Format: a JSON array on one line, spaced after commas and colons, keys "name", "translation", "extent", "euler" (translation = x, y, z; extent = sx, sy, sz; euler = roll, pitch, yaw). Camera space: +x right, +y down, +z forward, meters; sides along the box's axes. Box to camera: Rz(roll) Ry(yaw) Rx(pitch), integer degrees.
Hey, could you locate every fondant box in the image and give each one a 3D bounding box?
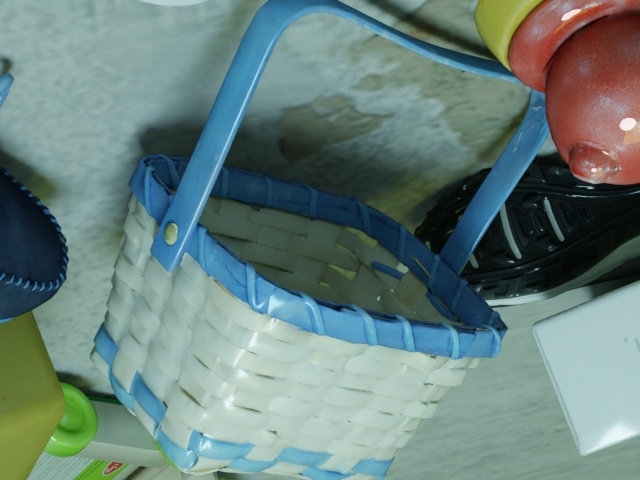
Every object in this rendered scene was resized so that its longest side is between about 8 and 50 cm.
[{"name": "fondant box", "translation": [0.296, 0.052, 1.318], "extent": [0.238, 0.096, 0.330], "euler": [-23, 175, 15]}]

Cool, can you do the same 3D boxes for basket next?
[{"name": "basket", "translation": [0.000, 0.000, 1.164], "extent": [0.254, 0.201, 0.289], "euler": [16, 113, -44]}]

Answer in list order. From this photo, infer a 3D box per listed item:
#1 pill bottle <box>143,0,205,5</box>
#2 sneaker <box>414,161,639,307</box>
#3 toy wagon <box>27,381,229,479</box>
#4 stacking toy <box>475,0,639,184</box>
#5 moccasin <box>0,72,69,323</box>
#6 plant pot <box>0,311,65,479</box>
[{"name": "pill bottle", "translation": [-0.049, -0.211, 0.862], "extent": [0.121, 0.121, 0.216], "euler": [0, 147, -22]}, {"name": "sneaker", "translation": [0.196, -0.007, 1.309], "extent": [0.271, 0.100, 0.108], "euler": [-16, 154, 4]}, {"name": "toy wagon", "translation": [-0.190, 0.209, 1.532], "extent": [0.344, 0.068, 0.267], "euler": [13, 140, -38]}, {"name": "stacking toy", "translation": [0.271, -0.102, 1.112], "extent": [0.309, 0.130, 0.279], "euler": [-24, 152, 6]}, {"name": "moccasin", "translation": [-0.241, -0.049, 1.035], "extent": [0.117, 0.138, 0.342], "euler": [-31, 146, 19]}, {"name": "plant pot", "translation": [-0.285, 0.096, 1.200], "extent": [0.187, 0.212, 0.212], "euler": [-9, 150, -33]}]
